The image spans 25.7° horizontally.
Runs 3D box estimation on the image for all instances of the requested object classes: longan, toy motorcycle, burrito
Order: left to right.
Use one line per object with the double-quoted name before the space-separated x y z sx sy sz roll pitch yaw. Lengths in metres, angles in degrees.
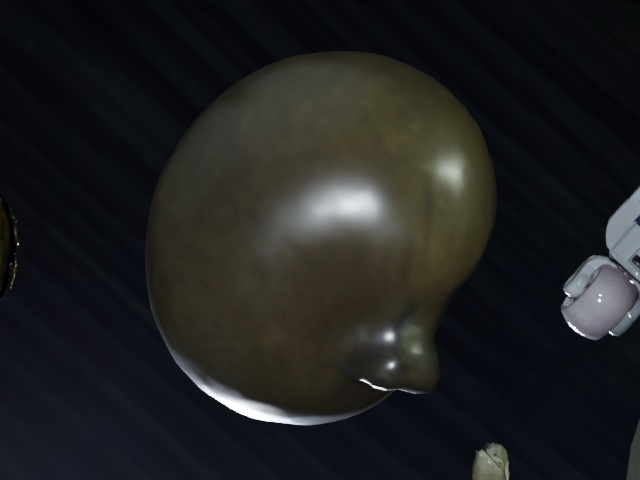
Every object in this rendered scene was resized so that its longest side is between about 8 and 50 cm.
"longan" 0.000 0.000 1.064 0.243 0.300 0.300 8 132 -38
"burrito" 0.149 0.312 1.434 0.063 0.058 0.229 -136 -124 -61
"toy motorcycle" 0.329 -0.009 1.338 0.254 0.112 0.112 -48 172 16

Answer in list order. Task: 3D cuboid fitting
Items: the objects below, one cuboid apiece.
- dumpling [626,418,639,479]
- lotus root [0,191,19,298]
"dumpling" 0.226 0.106 0.725 0.163 0.204 0.293 -20 167 1
"lotus root" -0.399 0.093 1.201 0.179 0.196 0.397 8 -120 49
